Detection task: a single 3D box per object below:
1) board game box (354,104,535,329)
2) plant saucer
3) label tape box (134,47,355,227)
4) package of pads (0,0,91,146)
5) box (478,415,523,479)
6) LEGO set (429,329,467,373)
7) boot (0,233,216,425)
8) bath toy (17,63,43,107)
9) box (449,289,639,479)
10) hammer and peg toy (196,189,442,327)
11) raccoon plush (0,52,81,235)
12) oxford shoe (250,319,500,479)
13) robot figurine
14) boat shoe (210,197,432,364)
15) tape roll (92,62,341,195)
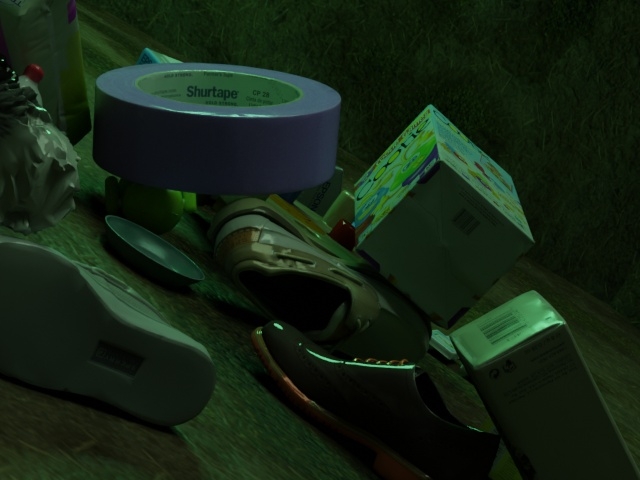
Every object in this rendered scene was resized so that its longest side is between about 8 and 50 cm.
[{"bbox_3d":[0.135,-0.033,1.978,0.144,0.142,0.275,41,13,-10],"label":"board game box"},{"bbox_3d":[-0.174,0.015,1.758,0.119,0.021,0.119,32,9,-6],"label":"plant saucer"},{"bbox_3d":[-0.089,-0.131,2.446,0.348,0.115,0.249,15,22,-36],"label":"label tape box"},{"bbox_3d":[-0.359,-0.227,1.790,0.229,0.101,0.296,35,-26,16],"label":"package of pads"},{"bbox_3d":[0.247,0.247,1.868,0.087,0.058,0.232,39,10,34],"label":"box"},{"bbox_3d":[0.249,0.170,2.358,0.182,0.060,0.244,39,9,16],"label":"LEGO set"},{"bbox_3d":[-0.196,0.054,1.260,0.258,0.095,0.123,37,-3,-43],"label":"boot"},{"bbox_3d":[-0.410,-0.178,1.628,0.348,0.129,0.151,32,8,-13],"label":"bath toy"},{"bbox_3d":[0.223,0.191,1.554,0.275,0.094,0.113,62,-1,-15],"label":"box"},{"bbox_3d":[0.000,0.000,2.160,0.361,0.127,0.266,33,7,-23],"label":"hammer and peg toy"},{"bbox_3d":[-0.307,-0.088,1.382,0.446,0.216,0.299,49,7,28],"label":"raccoon plush"},{"bbox_3d":[0.051,0.142,1.589,0.271,0.098,0.097,36,9,24],"label":"oxford shoe"},{"bbox_3d":[-0.189,-0.045,1.897,0.101,0.067,0.115,1,17,-15],"label":"robot figurine"},{"bbox_3d":[0.004,0.073,1.860,0.302,0.113,0.103,31,29,-29],"label":"boat shoe"},{"bbox_3d":[-0.116,-0.129,1.923,0.275,0.090,0.275,4,18,-1],"label":"tape roll"}]
